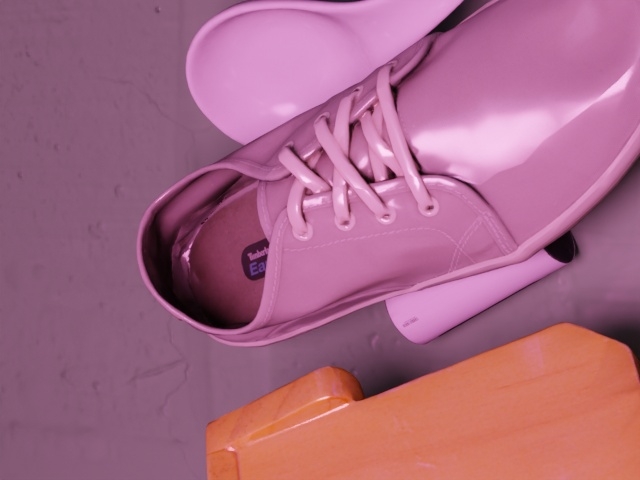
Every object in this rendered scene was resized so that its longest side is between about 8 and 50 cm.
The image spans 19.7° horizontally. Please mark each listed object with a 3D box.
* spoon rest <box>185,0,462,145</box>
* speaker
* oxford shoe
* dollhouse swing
[{"bbox_3d":[0.018,-0.151,1.312,0.276,0.084,0.137,-34,116,30],"label":"spoon rest"},{"bbox_3d":[0.112,0.021,1.302,0.136,0.055,0.055,-32,78,32],"label":"speaker"},{"bbox_3d":[0.044,-0.044,1.248,0.449,0.130,0.169,-28,67,33],"label":"oxford shoe"},{"bbox_3d":[0.097,0.276,1.212,0.305,0.315,0.346,-13,47,5],"label":"dollhouse swing"}]
